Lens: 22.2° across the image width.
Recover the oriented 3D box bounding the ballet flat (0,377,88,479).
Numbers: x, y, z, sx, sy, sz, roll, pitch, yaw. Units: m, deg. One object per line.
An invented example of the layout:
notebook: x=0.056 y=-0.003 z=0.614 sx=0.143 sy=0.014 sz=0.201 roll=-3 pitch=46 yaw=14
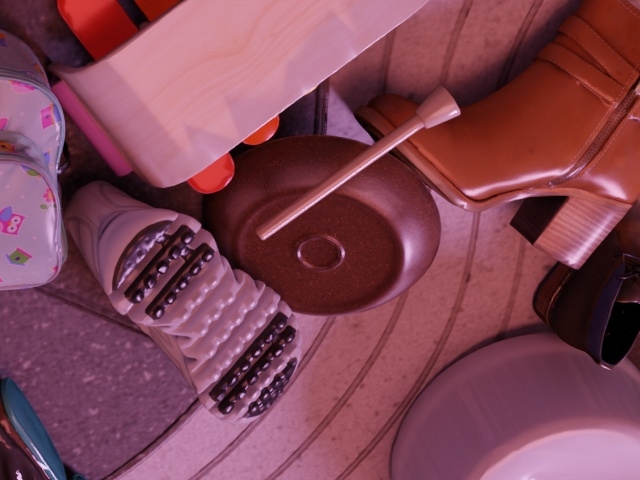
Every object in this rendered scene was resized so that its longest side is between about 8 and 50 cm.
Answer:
ballet flat: x=-0.243 y=0.228 z=1.414 sx=0.096 sy=0.095 sz=0.280 roll=-28 pitch=120 yaw=6

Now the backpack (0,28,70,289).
backpack: x=-0.261 y=-0.054 z=1.170 sx=0.166 sy=0.144 sz=0.188 roll=-6 pitch=122 yaw=-16

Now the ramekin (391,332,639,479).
ramekin: x=0.217 y=0.239 z=1.576 sx=0.277 sy=0.135 sz=0.277 roll=-5 pitch=118 yaw=-10

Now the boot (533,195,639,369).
boot: x=0.290 y=0.014 z=1.509 sx=0.082 sy=0.106 sz=0.219 roll=14 pitch=115 yaw=-33

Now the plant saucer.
plant saucer: x=0.000 y=0.000 z=1.346 sx=0.199 sy=0.036 sz=0.198 roll=3 pitch=134 yaw=3

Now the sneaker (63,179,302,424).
sneaker: x=-0.109 y=0.049 z=1.339 sx=0.110 sy=0.118 sz=0.292 roll=-47 pitch=139 yaw=-12

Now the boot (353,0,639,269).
boot: x=0.183 y=-0.119 z=1.371 sx=0.283 sy=0.109 sz=0.220 roll=27 pitch=100 yaw=-25

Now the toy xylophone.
toy xylophone: x=-0.037 y=-0.143 z=1.234 sx=0.323 sy=0.081 sz=0.236 roll=-29 pitch=117 yaw=-3
